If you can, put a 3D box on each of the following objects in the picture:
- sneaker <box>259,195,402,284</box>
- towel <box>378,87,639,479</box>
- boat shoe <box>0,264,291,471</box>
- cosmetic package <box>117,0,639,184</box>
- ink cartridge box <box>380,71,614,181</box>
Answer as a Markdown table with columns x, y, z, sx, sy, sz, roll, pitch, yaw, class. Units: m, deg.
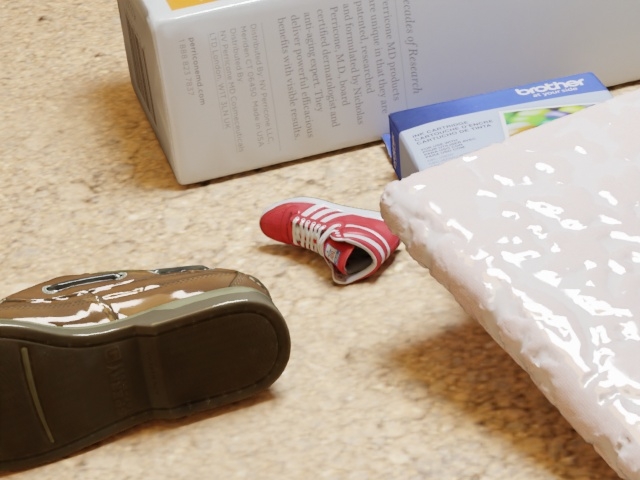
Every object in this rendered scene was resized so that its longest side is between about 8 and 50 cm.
| x | y | z | sx | sy | sz | roll | pitch | yaw | class |
| --- | --- | --- | --- | --- | --- | --- | --- | --- | --- |
| 0.000 | 0.000 | 1.531 | 0.118 | 0.042 | 0.067 | 6 | 29 | 19 | sneaker |
| 0.255 | 0.021 | 1.348 | 0.317 | 0.053 | 0.332 | -21 | 47 | -25 | towel |
| -0.179 | 0.083 | 1.379 | 0.307 | 0.111 | 0.104 | -6 | 24 | -17 | boat shoe |
| 0.056 | -0.211 | 1.773 | 0.453 | 0.161 | 0.230 | -13 | 30 | -11 | cosmetic package |
| 0.168 | -0.054 | 1.571 | 0.186 | 0.065 | 0.311 | -12 | 28 | -7 | ink cartridge box |
